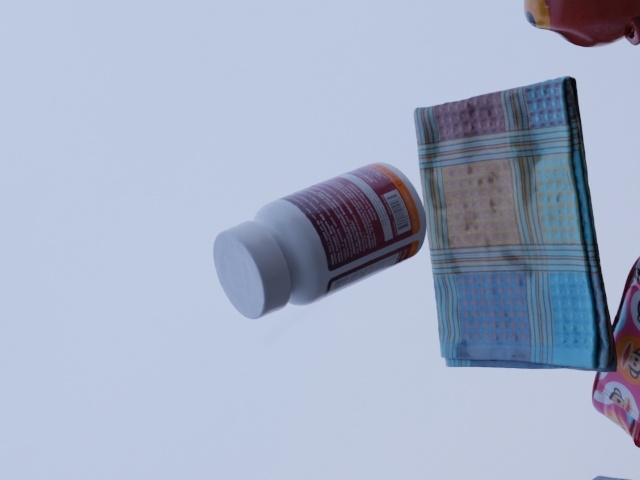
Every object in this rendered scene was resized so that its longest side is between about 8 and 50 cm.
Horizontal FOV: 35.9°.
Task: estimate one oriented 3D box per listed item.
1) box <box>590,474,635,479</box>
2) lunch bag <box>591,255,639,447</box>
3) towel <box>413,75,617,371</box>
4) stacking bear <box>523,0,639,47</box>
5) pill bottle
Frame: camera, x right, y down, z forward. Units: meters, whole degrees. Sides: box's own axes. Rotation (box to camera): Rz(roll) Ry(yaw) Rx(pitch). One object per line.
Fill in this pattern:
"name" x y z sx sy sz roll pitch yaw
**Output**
"box" 0.391 0.436 1.373 0.158 0.093 0.156 -27 -88 -23
"lunch bag" 0.502 0.121 1.286 0.258 0.120 0.293 -8 -58 -28
"towel" 0.241 -0.010 1.298 0.040 0.271 0.370 -11 -87 -43
"stacking bear" 0.204 -0.298 0.839 0.164 0.175 0.289 -31 -63 -7
"pill bottle" 0.000 0.000 1.094 0.221 0.121 0.121 -22 -56 -31
